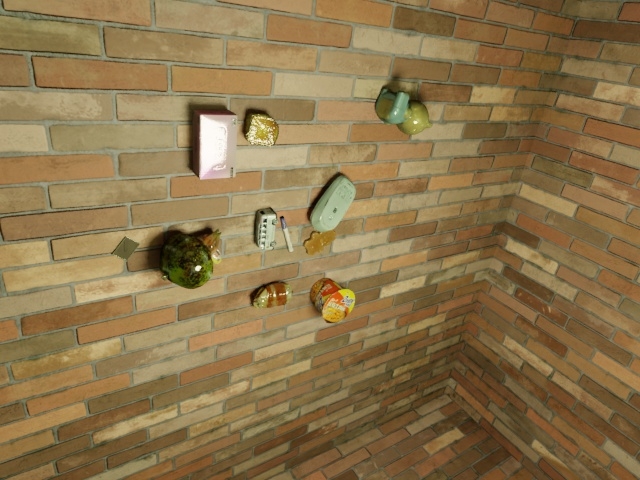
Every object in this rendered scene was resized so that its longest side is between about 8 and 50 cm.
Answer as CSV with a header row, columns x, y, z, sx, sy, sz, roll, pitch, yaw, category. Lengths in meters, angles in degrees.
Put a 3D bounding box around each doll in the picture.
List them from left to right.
x,y,z,sx,sy,sz,roll,pitch,yaw,category
0.395,-0.594,2.031,0.260,0.177,0.162,12,104,-38,doll

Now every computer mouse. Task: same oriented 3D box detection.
x,y,z,sx,sy,sz,roll,pitch,yaw,category
0.054,-0.175,2.090,0.159,0.097,0.288,36,81,-42,computer mouse

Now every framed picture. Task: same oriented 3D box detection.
x,y,z,sx,sy,sz,roll,pitch,yaw,category
-0.753,0.032,1.680,0.089,0.006,0.066,-52,133,1,framed picture

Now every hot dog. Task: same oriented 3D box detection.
x,y,z,sx,sy,sz,roll,pitch,yaw,category
-0.238,0.269,2.146,0.213,0.103,0.146,-2,139,-25,hot dog

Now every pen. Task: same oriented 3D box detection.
x,y,z,sx,sy,sz,roll,pitch,yaw,category
-0.161,-0.029,2.068,0.025,0.025,0.204,-28,129,-20,pen

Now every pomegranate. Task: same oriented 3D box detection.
x,y,z,sx,sy,sz,roll,pitch,yaw,category
-0.526,0.059,1.762,0.203,0.277,0.222,-2,132,14,pomegranate

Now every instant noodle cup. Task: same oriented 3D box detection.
x,y,z,sx,sy,sz,roll,pitch,yaw,category
0.052,0.311,2.328,0.213,0.174,0.213,-18,125,-28,instant noodle cup

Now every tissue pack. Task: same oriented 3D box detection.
x,y,z,sx,sy,sz,roll,pitch,yaw,category
-0.403,-0.362,1.640,0.148,0.092,0.246,-10,122,-31,tissue pack

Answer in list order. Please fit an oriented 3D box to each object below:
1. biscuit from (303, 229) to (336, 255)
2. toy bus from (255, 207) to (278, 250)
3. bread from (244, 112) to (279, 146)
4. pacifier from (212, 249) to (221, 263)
x,y,z,sx,sy,sz,roll,pitch,yaw,category
-0.005,-0.002,2.197,0.184,0.027,0.133,-44,133,-8,biscuit
-0.247,-0.046,1.955,0.089,0.087,0.194,-5,120,-26,toy bus
-0.235,-0.444,1.730,0.140,0.069,0.128,-1,116,-32,bread
-0.472,0.069,1.888,0.064,0.068,0.083,-29,120,26,pacifier
